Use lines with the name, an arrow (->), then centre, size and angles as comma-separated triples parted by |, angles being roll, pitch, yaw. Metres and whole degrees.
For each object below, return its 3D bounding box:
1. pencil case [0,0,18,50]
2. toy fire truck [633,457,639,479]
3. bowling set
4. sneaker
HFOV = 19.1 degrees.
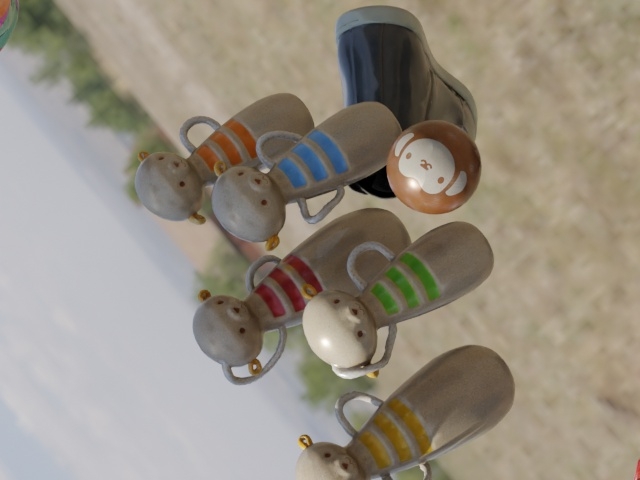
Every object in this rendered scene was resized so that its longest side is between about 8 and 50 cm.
pencil case -> -0.273, -0.178, 1.297 | 0.104, 0.104, 0.236 | 49, 179, 6
toy fire truck -> 0.211, 0.160, 1.077 | 0.246, 0.159, 0.217 | 13, -174, 11
bowling set -> 0.000, 0.000, 1.126 | 0.287, 0.154, 0.200 | 51, 155, 19
sneaker -> 0.058, -0.069, 1.383 | 0.222, 0.083, 0.118 | 45, -137, -61
